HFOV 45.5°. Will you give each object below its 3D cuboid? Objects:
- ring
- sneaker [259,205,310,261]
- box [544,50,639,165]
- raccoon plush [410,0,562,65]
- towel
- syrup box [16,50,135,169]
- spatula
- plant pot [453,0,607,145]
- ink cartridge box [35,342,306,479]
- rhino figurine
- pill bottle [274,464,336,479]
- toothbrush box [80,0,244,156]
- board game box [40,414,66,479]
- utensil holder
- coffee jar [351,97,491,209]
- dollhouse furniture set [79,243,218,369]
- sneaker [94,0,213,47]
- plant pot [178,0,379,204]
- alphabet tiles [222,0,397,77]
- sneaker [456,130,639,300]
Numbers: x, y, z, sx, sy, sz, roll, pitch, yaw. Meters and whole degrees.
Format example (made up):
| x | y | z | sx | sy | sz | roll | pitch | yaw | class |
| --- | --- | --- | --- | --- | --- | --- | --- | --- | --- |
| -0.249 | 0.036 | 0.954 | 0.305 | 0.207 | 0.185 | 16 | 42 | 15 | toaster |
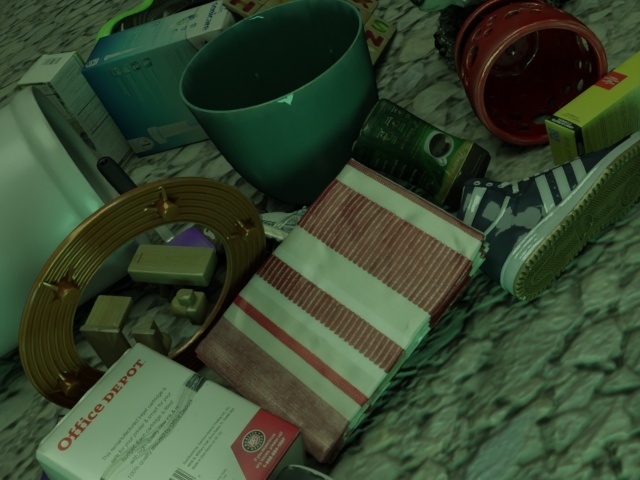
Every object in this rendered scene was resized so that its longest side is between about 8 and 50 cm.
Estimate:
| x | y | z | sx | sy | sz | roll | pitch | yaw | class |
| --- | --- | --- | --- | --- | --- | --- | --- | --- | --- |
| -0.195 | 0.077 | 0.924 | 0.336 | 0.336 | 0.032 | -42 | 54 | -17 | ring |
| 0.000 | 0.000 | 1.087 | 0.283 | 0.110 | 0.122 | 10 | 45 | 24 | sneaker |
| 0.421 | -0.191 | 1.058 | 0.232 | 0.087 | 0.058 | -36 | 40 | -9 | box |
| 0.296 | -0.499 | 1.288 | 0.216 | 0.299 | 0.446 | 9 | 51 | 36 | raccoon plush |
| 0.022 | 0.075 | 0.941 | 0.237 | 0.037 | 0.329 | 34 | 82 | 32 | towel |
| -0.461 | -0.238 | 1.475 | 0.093 | 0.237 | 0.096 | 3 | 50 | 31 | syrup box |
| -0.262 | -0.041 | 1.167 | 0.084 | 0.030 | 0.296 | -39 | 63 | -11 | spatula |
| 0.298 | -0.262 | 1.124 | 0.191 | 0.191 | 0.174 | -21 | 37 | 8 | plant pot |
| -0.161 | 0.244 | 0.846 | 0.237 | 0.100 | 0.172 | 22 | 51 | 23 | ink cartridge box |
| -0.169 | 0.004 | 1.186 | 0.106 | 0.073 | 0.243 | 23 | 59 | 41 | rhino figurine |
| -0.043 | 0.346 | 0.708 | 0.130 | 0.130 | 0.245 | 12 | 54 | 37 | pill bottle |
| -0.261 | -0.305 | 1.454 | 0.296 | 0.216 | 0.126 | -12 | 43 | 19 | toothbrush box |
| -0.260 | 0.290 | 0.915 | 0.141 | 0.048 | 0.170 | 0 | 43 | -3 | board game box |
| -0.506 | 0.004 | 1.181 | 0.385 | 0.327 | 0.327 | -35 | 40 | -6 | utensil holder |
| 0.144 | -0.121 | 1.085 | 0.184 | 0.079 | 0.096 | 28 | 60 | 6 | coffee jar |
| -0.220 | 0.103 | 1.070 | 0.144 | 0.123 | 0.151 | 3 | 49 | 15 | dollhouse furniture set |
| -0.319 | -0.517 | 1.778 | 0.202 | 0.185 | 0.482 | 17 | 58 | 18 | sneaker |
| -0.038 | -0.199 | 1.201 | 0.293 | 0.235 | 0.293 | -15 | 40 | 13 | plant pot |
| -0.011 | -0.418 | 1.426 | 0.285 | 0.011 | 0.342 | 29 | 44 | -1 | alphabet tiles |
| 0.291 | -0.060 | 0.980 | 0.282 | 0.099 | 0.153 | -42 | 44 | -12 | sneaker |
